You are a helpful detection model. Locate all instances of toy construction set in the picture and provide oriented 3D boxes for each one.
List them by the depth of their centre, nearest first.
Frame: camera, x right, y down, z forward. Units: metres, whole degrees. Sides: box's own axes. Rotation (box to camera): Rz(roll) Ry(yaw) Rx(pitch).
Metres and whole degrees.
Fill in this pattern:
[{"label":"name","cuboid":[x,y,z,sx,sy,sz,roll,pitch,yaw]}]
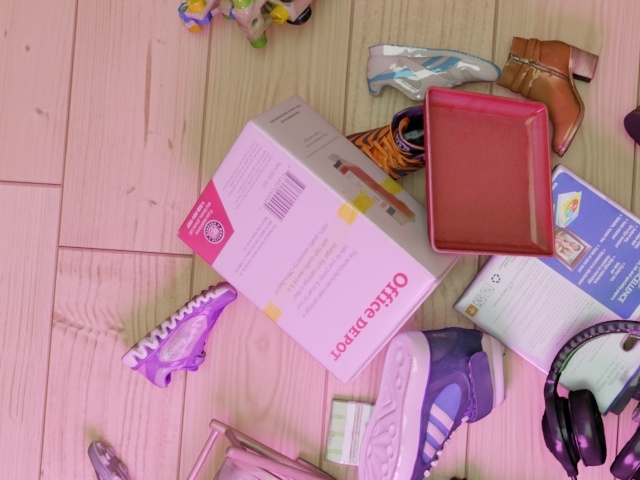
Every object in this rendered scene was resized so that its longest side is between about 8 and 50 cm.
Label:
[{"label":"toy construction set","cuboid":[-0.086,-0.472,1.958,0.215,0.151,0.327,28,83,31]}]

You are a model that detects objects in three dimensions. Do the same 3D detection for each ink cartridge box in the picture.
[{"label":"ink cartridge box","cuboid":[0.000,0.000,1.855,0.385,0.160,0.279,42,125,6]},{"label":"ink cartridge box","cuboid":[0.433,0.081,1.900,0.307,0.072,0.303,36,95,4]}]

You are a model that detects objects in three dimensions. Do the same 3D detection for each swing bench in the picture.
[{"label":"swing bench","cuboid":[-0.114,0.475,1.893,0.255,0.165,0.253,28,90,-18]}]

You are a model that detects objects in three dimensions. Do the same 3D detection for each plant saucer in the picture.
[{"label":"plant saucer","cuboid":[0.260,-0.102,1.812,0.259,0.048,0.259,3,81,-33]}]

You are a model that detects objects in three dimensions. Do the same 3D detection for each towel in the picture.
[{"label":"towel","cuboid":[0.087,0.335,1.958,0.152,0.023,0.113,8,86,9]}]

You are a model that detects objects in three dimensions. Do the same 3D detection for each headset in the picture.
[{"label":"headset","cuboid":[0.468,0.322,1.826,0.244,0.185,0.394,15,91,18]}]

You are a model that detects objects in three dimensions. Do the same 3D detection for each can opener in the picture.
[{"label":"can opener","cuboid":[0.567,0.173,1.884,0.093,0.074,0.280,29,90,6]}]

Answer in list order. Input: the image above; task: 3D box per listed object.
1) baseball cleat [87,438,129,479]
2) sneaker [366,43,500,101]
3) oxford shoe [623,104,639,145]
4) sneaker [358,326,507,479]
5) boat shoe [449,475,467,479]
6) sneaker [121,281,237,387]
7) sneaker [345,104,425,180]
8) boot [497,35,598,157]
[{"label":"baseball cleat","cuboid":[-0.364,0.452,1.973,0.109,0.072,0.206,-37,81,10]},{"label":"sneaker","cuboid":[0.192,-0.281,1.946,0.229,0.087,0.092,6,95,13]},{"label":"oxford shoe","cuboid":[0.602,-0.147,1.901,0.076,0.076,0.212,-38,91,-31]},{"label":"sneaker","cuboid":[0.206,0.299,1.866,0.236,0.130,0.322,6,101,-28]},{"label":"boat shoe","cuboid":[0.226,0.448,1.889,0.307,0.111,0.104,-2,88,6]},{"label":"sneaker","cuboid":[-0.226,0.168,1.966,0.236,0.095,0.104,-40,91,8]},{"label":"sneaker","cuboid":[0.106,-0.152,1.895,0.321,0.180,0.124,-28,85,4]},{"label":"boot","cuboid":[0.373,-0.246,1.928,0.152,0.073,0.197,15,77,5]}]
